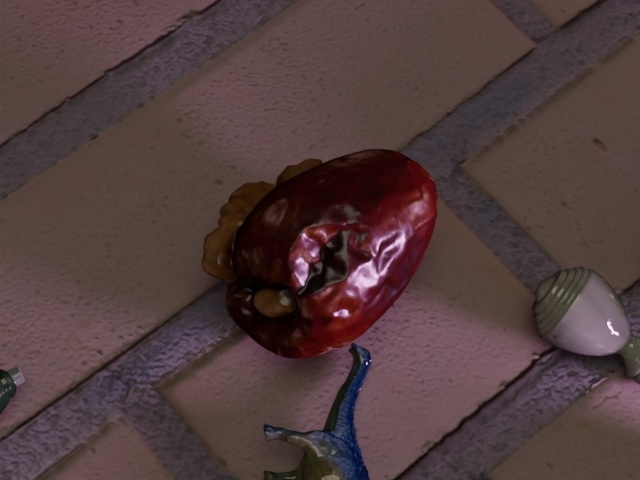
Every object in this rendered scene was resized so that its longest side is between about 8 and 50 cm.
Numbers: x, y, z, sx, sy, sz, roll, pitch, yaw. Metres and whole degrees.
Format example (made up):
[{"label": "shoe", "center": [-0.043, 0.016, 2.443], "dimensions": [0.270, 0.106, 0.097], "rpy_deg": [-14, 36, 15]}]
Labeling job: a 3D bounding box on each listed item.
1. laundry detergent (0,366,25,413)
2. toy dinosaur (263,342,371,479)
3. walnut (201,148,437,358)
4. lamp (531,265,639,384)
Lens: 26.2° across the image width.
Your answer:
[{"label": "laundry detergent", "center": [-0.456, 0.204, 1.638], "dimensions": [0.211, 0.063, 0.137], "rpy_deg": [-31, 65, -15]}, {"label": "toy dinosaur", "center": [0.011, 0.290, 1.610], "dimensions": [0.147, 0.076, 0.363], "rpy_deg": [-3, 63, -11]}, {"label": "walnut", "center": [0.000, 0.000, 1.676], "dimensions": [0.244, 0.221, 0.269], "rpy_deg": [30, 52, 33]}, {"label": "lamp", "center": [0.347, 0.110, 1.693], "dimensions": [0.193, 0.106, 0.106], "rpy_deg": [36, 70, 3]}]
